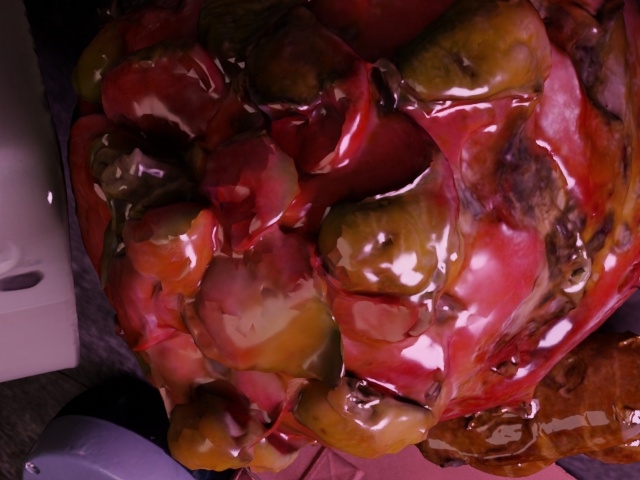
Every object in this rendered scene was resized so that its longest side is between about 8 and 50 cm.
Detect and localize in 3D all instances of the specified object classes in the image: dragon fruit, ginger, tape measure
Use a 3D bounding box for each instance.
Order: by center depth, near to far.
[{"bbox_3d":[0.000,0.000,0.642,0.314,0.263,0.296,-14,117,40],"label":"dragon fruit"},{"bbox_3d":[0.137,0.098,0.763,0.162,0.073,0.103,-14,156,17],"label":"ginger"},{"bbox_3d":[-0.152,0.204,1.033,0.182,0.107,0.181,0,132,37],"label":"tape measure"}]

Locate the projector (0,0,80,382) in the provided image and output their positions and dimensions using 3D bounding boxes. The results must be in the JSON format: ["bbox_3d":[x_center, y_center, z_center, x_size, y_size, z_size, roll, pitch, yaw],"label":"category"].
[{"bbox_3d":[-0.279,-0.045,0.714,0.248,0.249,0.248,106,149,-58],"label":"projector"}]

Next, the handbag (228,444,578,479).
[{"bbox_3d":[0.060,0.166,0.817,0.212,0.157,0.059,36,137,2],"label":"handbag"}]
